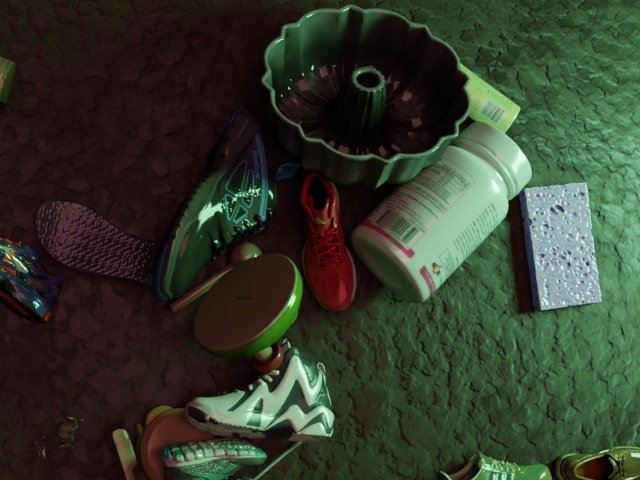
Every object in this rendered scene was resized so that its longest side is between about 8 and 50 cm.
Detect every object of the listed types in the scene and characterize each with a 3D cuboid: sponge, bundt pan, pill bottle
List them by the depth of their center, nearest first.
[{"bbox_3d":[0.064,-0.212,1.760,0.330,0.124,0.331,4,54,-6],"label":"bundt pan"},{"bbox_3d":[0.197,-0.049,1.801,0.283,0.160,0.160,-44,95,-14],"label":"pill bottle"},{"bbox_3d":[0.408,0.011,1.913,0.117,0.031,0.210,-5,85,-14],"label":"sponge"}]

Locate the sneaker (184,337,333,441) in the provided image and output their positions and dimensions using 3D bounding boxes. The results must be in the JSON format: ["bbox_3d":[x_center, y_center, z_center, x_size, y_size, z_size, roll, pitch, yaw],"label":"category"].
[{"bbox_3d":[-0.091,0.222,1.730,0.234,0.094,0.153,7,68,-13],"label":"sneaker"}]

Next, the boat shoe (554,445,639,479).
[{"bbox_3d":[0.483,0.380,1.873,0.177,0.060,0.064,-2,84,-14],"label":"boat shoe"}]

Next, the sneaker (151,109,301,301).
[{"bbox_3d":[-0.141,-0.042,1.710,0.139,0.125,0.341,32,65,-9],"label":"sneaker"}]

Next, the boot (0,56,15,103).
[{"bbox_3d":[-0.596,-0.173,1.653,0.220,0.109,0.284,17,91,-4],"label":"boot"}]

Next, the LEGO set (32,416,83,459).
[{"bbox_3d":[-0.391,0.294,1.691,0.083,0.023,0.054,-19,86,-2],"label":"LEGO set"}]

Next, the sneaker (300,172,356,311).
[{"bbox_3d":[0.000,0.000,1.755,0.087,0.128,0.221,-15,81,5],"label":"sneaker"}]

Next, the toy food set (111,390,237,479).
[{"bbox_3d":[-0.220,0.314,1.725,0.192,0.038,0.132,-16,93,-26],"label":"toy food set"}]

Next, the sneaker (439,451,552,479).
[{"bbox_3d":[0.278,0.381,1.819,0.192,0.064,0.086,-19,93,-12],"label":"sneaker"}]

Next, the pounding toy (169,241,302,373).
[{"bbox_3d":[-0.098,0.115,1.701,0.183,0.237,0.110,-44,124,-9],"label":"pounding toy"}]

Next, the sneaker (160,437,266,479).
[{"bbox_3d":[-0.163,0.344,1.703,0.166,0.065,0.076,0,102,-23],"label":"sneaker"}]

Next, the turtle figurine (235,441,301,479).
[{"bbox_3d":[-0.114,0.473,1.696,0.266,0.275,0.198,-15,110,4],"label":"turtle figurine"}]

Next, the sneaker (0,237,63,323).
[{"bbox_3d":[-0.470,0.028,1.659,0.221,0.083,0.087,49,56,-31],"label":"sneaker"}]

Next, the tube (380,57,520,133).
[{"bbox_3d":[0.222,-0.266,1.890,0.240,0.062,0.070,34,33,-3],"label":"tube"}]

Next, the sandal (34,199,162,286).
[{"bbox_3d":[-0.323,0.016,1.728,0.254,0.054,0.097,25,85,-20],"label":"sandal"}]
